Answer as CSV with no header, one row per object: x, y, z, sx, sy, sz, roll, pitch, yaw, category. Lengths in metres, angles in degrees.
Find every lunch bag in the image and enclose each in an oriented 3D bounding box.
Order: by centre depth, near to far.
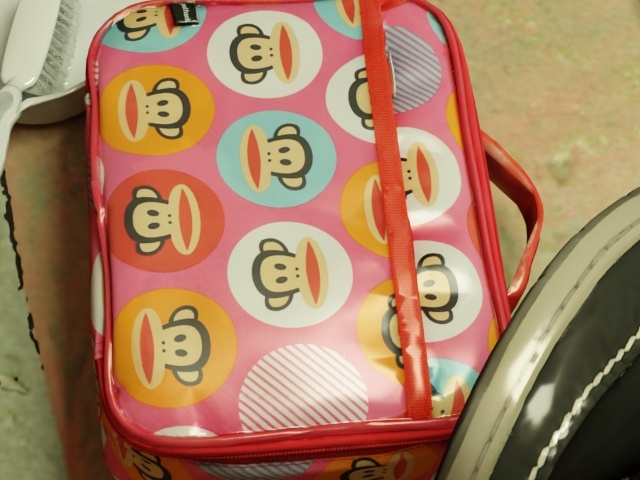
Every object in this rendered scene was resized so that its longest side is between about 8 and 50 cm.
0.000,0.000,0.870,0.258,0.120,0.293,-3,61,-7,lunch bag

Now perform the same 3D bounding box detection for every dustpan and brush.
-0.182,-0.100,0.946,0.147,0.060,0.211,7,62,5,dustpan and brush

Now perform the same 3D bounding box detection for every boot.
0.252,0.092,0.740,0.284,0.138,0.377,35,37,23,boot
